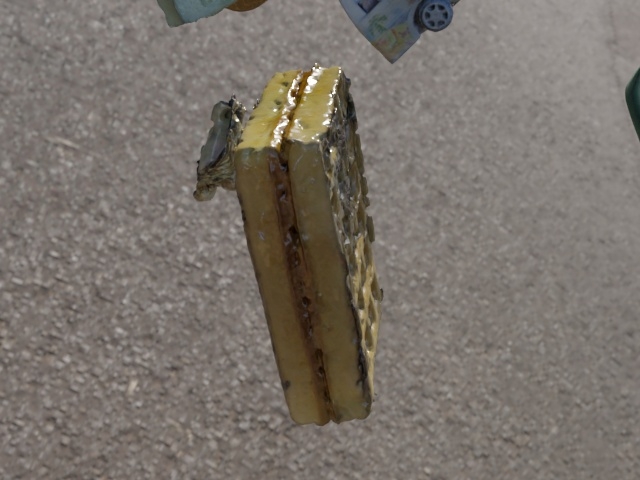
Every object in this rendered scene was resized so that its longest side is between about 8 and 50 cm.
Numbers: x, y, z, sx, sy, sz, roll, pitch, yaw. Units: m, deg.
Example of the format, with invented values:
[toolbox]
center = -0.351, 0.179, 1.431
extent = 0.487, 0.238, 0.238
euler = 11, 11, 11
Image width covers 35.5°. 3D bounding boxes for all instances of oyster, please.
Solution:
[oyster]
center = -0.162, -0.143, 1.662
extent = 0.081, 0.191, 0.163
euler = 20, 41, -28

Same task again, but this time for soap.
[soap]
center = -0.148, -0.394, 1.416
extent = 0.198, 0.114, 0.063
euler = -39, 33, -20

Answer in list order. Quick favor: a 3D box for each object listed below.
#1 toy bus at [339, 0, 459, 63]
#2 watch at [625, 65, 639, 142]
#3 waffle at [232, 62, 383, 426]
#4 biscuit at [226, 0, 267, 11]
[toy bus]
center = 0.176, -0.389, 1.316
extent = 0.136, 0.330, 0.109
euler = 42, 22, -14
[watch]
center = 0.547, -0.184, 1.432
extent = 0.068, 0.195, 0.237
euler = -26, 99, -44
[waffle]
center = 0.001, 0.000, 1.205
extent = 0.114, 0.376, 0.261
euler = -4, 29, 13
[biscuit]
center = -0.203, -0.578, 1.810
extent = 0.344, 0.287, 0.057
euler = 35, 48, -7
